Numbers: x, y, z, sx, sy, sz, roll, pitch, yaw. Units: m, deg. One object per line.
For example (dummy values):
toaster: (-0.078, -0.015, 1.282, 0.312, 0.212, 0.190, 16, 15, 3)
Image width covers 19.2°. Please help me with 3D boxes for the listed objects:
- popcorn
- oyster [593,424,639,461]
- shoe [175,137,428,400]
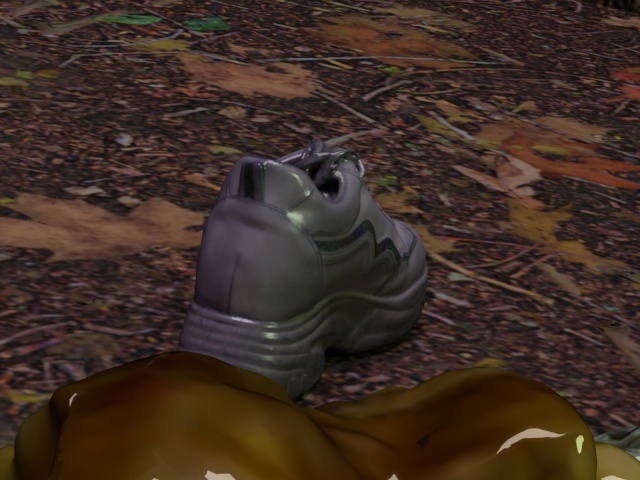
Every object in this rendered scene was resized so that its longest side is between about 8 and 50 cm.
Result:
popcorn: (0.025, 0.167, 0.485, 0.332, 0.225, 0.265, 40, 41, 21)
oyster: (0.164, 0.137, 0.788, 0.198, 0.112, 0.268, 4, 11, -26)
shoe: (0.000, 0.000, 1.105, 0.095, 0.137, 0.245, 20, 20, 21)
